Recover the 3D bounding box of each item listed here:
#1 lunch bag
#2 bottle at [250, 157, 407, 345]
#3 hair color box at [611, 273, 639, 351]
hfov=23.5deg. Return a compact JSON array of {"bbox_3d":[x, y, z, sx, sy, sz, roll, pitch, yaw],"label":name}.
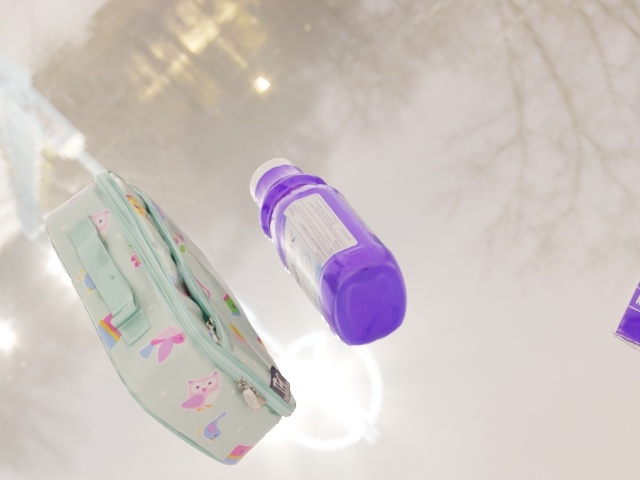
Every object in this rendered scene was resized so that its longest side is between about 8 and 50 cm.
[{"bbox_3d":[-0.143,0.071,1.458,0.108,0.224,0.279,-38,-129,1],"label":"lunch bag"},{"bbox_3d":[0.000,0.000,1.700,0.092,0.118,0.283,-21,-143,-13],"label":"bottle"},{"bbox_3d":[0.325,-0.082,1.040,0.185,0.110,0.339,-34,147,-65],"label":"hair color box"}]
